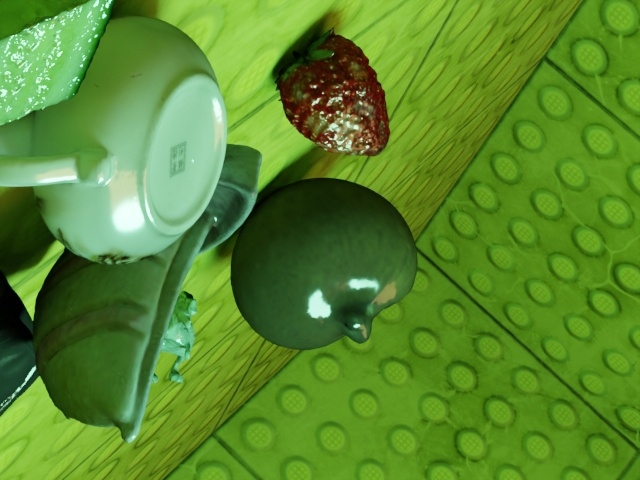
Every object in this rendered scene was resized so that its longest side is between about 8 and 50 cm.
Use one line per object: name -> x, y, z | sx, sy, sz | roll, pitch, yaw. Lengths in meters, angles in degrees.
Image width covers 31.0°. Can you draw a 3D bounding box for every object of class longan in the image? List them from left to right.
longan -> 0.003, 0.035, 1.770 | 0.300, 0.300, 0.243 | -44, 141, -18

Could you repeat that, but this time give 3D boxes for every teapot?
teapot -> -0.170, -0.082, 0.939 | 0.298, 0.139, 0.204 | -20, 124, -65

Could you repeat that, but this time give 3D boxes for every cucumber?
cucumber -> -0.209, -0.131, 0.772 | 0.116, 0.062, 0.115 | -29, 159, -43

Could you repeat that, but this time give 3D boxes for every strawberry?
strawberry -> 0.021, -0.169, 1.378 | 0.131, 0.148, 0.131 | -46, 169, -11

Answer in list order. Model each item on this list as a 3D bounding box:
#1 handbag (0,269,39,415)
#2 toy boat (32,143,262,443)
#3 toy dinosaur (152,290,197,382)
handbag -> -0.386, 0.153, 1.105 | 0.275, 0.088, 0.244 | -43, 166, -17
toy boat -> -0.194, 0.031, 1.097 | 0.276, 0.111, 0.293 | 0, -130, 51
toy dinosaur -> -0.245, 0.187, 1.864 | 0.383, 0.076, 0.129 | 128, -16, -67
